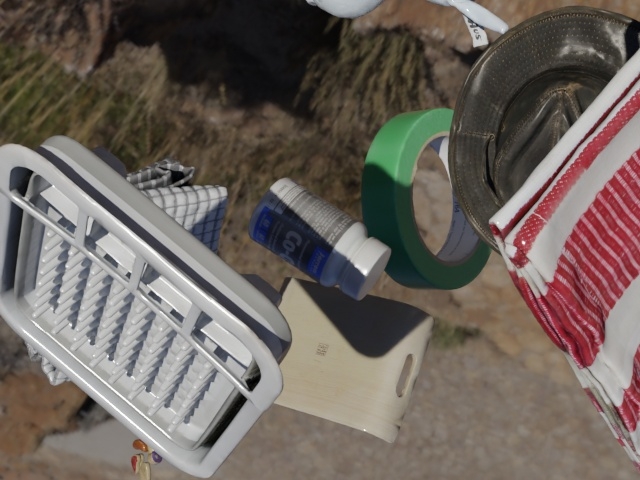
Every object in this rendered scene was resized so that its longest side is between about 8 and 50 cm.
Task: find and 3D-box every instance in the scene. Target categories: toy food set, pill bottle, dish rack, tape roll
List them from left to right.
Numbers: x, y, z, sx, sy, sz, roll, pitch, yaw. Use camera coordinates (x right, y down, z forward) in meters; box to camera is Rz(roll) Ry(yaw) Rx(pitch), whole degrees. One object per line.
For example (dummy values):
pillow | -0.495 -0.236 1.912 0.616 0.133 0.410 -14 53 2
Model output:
dish rack | -0.158 0.059 0.929 0.286 0.072 0.333 39 147 4
toy food set | -0.243 0.293 1.503 0.019 0.078 0.122 -7 138 -29
pill bottle | 0.000 0.000 1.120 0.137 0.078 0.078 32 142 16
toy food set | 0.024 0.197 1.804 0.306 0.219 0.092 11 161 32
tape roll | 0.201 -0.072 1.905 0.077 0.321 0.321 -1 133 41

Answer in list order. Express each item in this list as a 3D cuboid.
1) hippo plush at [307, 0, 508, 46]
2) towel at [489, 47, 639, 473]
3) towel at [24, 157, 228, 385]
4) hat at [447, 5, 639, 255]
hippo plush | 0.089 -0.391 1.512 0.237 0.234 0.294 -15 94 -7
towel | 0.247 0.011 0.678 0.037 0.237 0.329 30 165 48
towel | -0.269 0.034 1.432 0.121 0.235 0.283 42 131 38
hat | 0.277 -0.104 1.252 0.331 0.134 0.331 6 103 25
